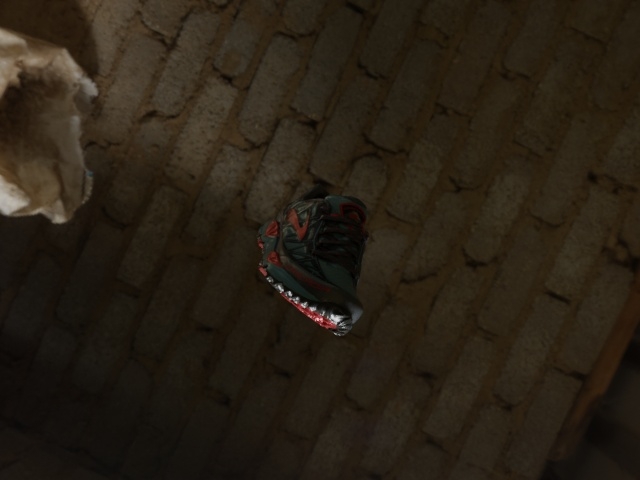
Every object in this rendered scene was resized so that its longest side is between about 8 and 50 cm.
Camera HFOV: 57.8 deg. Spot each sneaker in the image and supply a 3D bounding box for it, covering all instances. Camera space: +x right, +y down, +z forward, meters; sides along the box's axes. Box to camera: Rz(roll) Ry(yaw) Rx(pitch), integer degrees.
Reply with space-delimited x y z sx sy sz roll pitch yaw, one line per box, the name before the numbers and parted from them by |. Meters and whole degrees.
sneaker | 0.000 0.000 0.647 0.125 0.104 0.262 -47 -154 7
